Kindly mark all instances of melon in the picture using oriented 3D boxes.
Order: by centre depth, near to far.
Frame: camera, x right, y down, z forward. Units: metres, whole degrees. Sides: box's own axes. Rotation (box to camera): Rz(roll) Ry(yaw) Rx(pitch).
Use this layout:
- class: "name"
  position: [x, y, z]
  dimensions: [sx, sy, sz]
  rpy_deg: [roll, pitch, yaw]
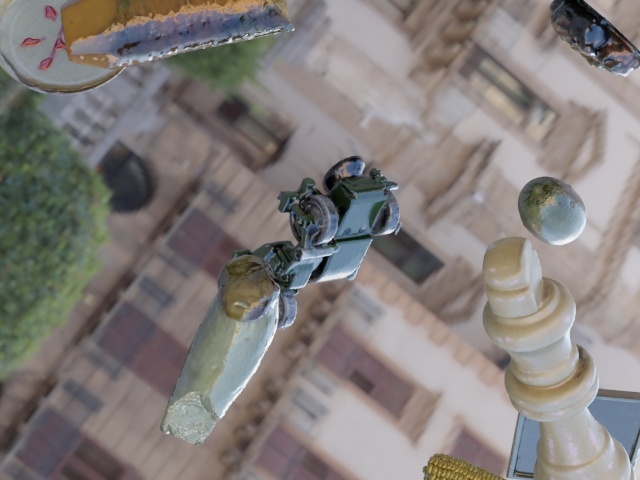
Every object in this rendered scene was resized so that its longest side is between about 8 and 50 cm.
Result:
- class: "melon"
  position: [0.356, -0.046, 2.228]
  dimensions: [0.099, 0.099, 0.162]
  rpy_deg: [-50, 151, 4]

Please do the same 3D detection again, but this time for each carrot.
- class: "carrot"
  position: [-0.183, -0.293, 1.867]
  dimensions: [0.302, 0.114, 0.114]
  rpy_deg: [-12, -177, -10]

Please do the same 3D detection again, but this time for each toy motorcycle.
- class: "toy motorcycle"
  position: [0.000, 0.000, 2.174]
  dimensions: [0.205, 0.127, 0.275]
  rpy_deg: [-9, 138, -43]

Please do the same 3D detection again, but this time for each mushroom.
- class: "mushroom"
  position: [-0.126, 0.153, 1.752]
  dimensions: [0.107, 0.087, 0.333]
  rpy_deg: [-79, -167, -50]

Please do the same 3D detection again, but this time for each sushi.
- class: "sushi"
  position: [0.371, -0.290, 2.017]
  dimensions: [0.059, 0.294, 0.292]
  rpy_deg: [-48, -135, 13]

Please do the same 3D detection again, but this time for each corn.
- class: "corn"
  position: [0.264, 0.397, 2.208]
  dimensions: [0.080, 0.238, 0.080]
  rpy_deg: [-56, 165, -24]

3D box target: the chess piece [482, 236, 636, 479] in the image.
- class: "chess piece"
  position: [0.257, 0.154, 1.602]
  dimensions: [0.117, 0.397, 0.117]
  rpy_deg: [-14, -143, 11]

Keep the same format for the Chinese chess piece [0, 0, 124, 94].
- class: "Chinese chess piece"
  position: [-0.407, -0.351, 2.298]
  dimensions: [0.250, 0.250, 0.103]
  rpy_deg: [-47, -138, 21]

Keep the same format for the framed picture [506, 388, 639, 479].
- class: "framed picture"
  position: [0.464, 0.356, 2.596]
  dimensions: [0.315, 0.232, 0.024]
  rpy_deg: [90, 6, -51]
